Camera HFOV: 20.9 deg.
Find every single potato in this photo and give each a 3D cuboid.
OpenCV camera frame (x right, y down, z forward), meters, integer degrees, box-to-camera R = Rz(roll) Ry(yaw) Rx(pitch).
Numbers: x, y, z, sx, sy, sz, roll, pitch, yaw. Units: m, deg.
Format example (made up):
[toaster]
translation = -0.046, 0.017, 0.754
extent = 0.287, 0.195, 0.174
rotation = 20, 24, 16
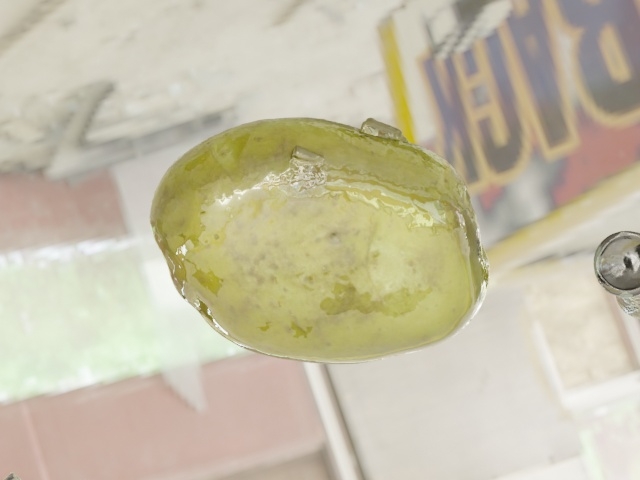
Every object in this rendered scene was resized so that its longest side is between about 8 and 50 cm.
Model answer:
[potato]
translation = 0.001, -0.001, 1.261
extent = 0.228, 0.149, 0.197
rotation = -13, 131, 10

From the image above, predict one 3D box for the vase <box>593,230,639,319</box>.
[vase]
translation = 0.282, 0.033, 1.552
extent = 0.059, 0.059, 0.167
rotation = -22, 165, 12

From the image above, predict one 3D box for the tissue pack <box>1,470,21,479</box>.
[tissue pack]
translation = -0.288, 0.262, 1.556
extent = 0.094, 0.059, 0.074
rotation = -47, -172, -9
